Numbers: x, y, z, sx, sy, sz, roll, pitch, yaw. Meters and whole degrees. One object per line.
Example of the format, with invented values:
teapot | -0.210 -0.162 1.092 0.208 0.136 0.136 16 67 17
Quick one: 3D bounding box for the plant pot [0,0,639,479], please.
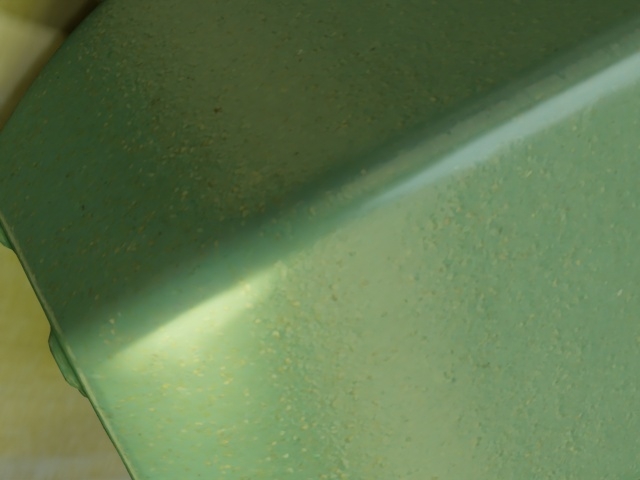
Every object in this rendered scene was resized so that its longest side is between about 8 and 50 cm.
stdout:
plant pot | 0.000 0.000 0.546 0.252 0.248 0.247 -27 131 -13
